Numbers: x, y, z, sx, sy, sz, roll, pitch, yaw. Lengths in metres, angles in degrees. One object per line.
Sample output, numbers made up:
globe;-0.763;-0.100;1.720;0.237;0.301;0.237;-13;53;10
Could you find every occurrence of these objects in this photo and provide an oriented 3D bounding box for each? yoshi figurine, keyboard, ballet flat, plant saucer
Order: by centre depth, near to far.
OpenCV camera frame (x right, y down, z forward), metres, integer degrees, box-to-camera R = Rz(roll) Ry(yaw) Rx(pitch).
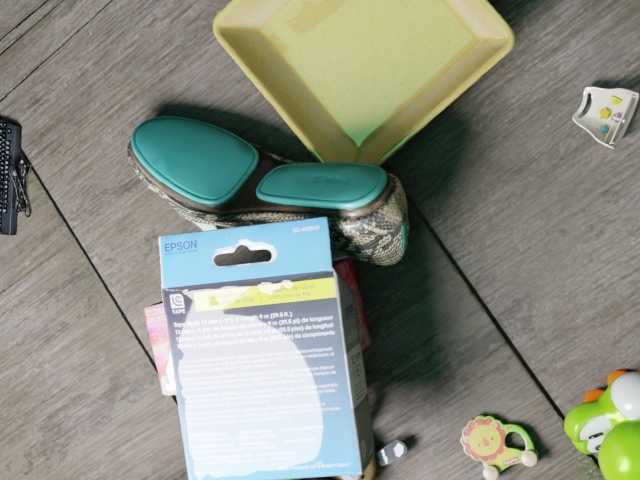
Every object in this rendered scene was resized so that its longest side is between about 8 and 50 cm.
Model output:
yoshi figurine;0.516;0.243;1.405;0.362;0.203;0.203;-25;95;19
plant saucer;0.063;-0.301;1.526;0.333;0.081;0.332;-41;83;17
ballet flat;-0.083;-0.051;1.539;0.483;0.164;0.182;15;140;31
keyboard;-0.530;-0.104;1.732;0.100;0.038;0.192;6;98;14

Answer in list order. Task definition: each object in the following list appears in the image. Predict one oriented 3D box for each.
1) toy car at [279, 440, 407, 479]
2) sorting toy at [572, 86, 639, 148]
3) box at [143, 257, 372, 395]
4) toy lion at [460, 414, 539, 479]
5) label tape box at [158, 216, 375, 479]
toy car;0.037;0.351;1.577;0.155;0.149;0.188;44;93;-5
sorting toy;0.399;-0.181;1.473;0.075;0.045;0.083;26;102;19
box;-0.092;0.129;1.575;0.300;0.154;0.142;-13;92;17
toy lion;0.264;0.303;1.561;0.100;0.034;0.096;-25;81;16
label tape box;-0.073;0.149;1.439;0.249;0.115;0.347;-7;92;15
